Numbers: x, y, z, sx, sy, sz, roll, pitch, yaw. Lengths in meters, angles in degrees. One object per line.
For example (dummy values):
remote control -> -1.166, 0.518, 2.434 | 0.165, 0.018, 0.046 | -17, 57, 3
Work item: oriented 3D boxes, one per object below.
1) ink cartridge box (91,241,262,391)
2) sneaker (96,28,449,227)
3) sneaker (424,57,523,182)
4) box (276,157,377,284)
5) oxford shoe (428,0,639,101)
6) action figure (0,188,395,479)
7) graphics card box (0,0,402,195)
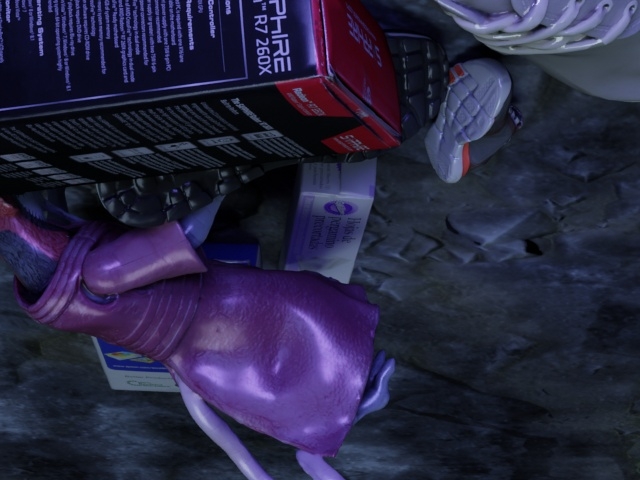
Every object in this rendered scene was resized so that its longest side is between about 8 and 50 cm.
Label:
ink cartridge box -> -0.143, 0.067, 1.821 | 0.176, 0.069, 0.371 | 2, 159, 2
sneaker -> -0.048, -0.115, 1.375 | 0.283, 0.124, 0.107 | -17, 128, -13
sneaker -> 0.129, -0.102, 1.448 | 0.065, 0.061, 0.158 | -19, 163, -19
box -> 0.000, 0.000, 1.655 | 0.063, 0.067, 0.324 | 4, 155, -4
oxford shoe -> 0.128, -0.176, 1.174 | 0.169, 0.130, 0.449 | -12, 154, 26
action figure -> -0.139, 0.055, 1.487 | 0.370, 0.275, 0.248 | 19, 164, -31
graphics card box -> -0.152, -0.096, 1.152 | 0.371, 0.094, 0.233 | -8, 172, 12
